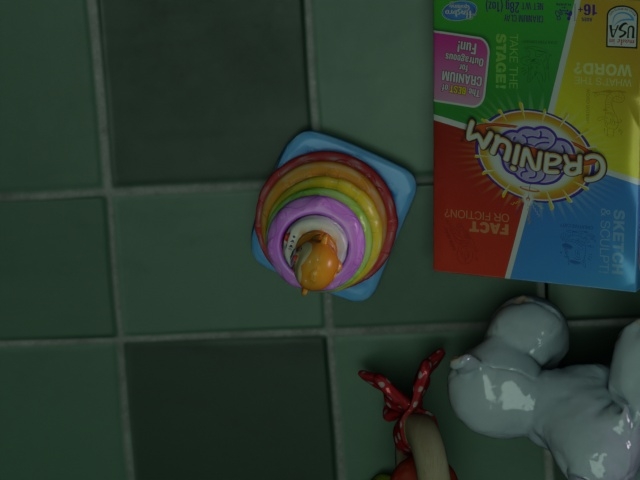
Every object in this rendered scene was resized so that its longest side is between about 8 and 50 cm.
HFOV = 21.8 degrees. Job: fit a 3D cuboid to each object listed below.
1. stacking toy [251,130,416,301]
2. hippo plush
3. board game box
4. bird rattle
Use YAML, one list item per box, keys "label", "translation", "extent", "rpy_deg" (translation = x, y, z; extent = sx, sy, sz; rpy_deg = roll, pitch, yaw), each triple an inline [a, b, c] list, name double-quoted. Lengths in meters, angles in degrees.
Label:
- label: "stacking toy"
  translation: [0.000, 0.000, 1.791]
  extent: [0.165, 0.302, 0.175]
  rpy_deg: [22, 104, -1]
- label: "hippo plush"
  translation: [0.266, 0.195, 1.878]
  extent: [0.236, 0.234, 0.294]
  rpy_deg: [21, 65, 26]
- label: "board game box"
  translation: [0.245, -0.113, 1.824]
  extent: [0.242, 0.064, 0.316]
  rpy_deg: [5, 105, 26]
- label: "bird rattle"
  translation: [0.120, 0.262, 1.902]
  extent: [0.143, 0.207, 0.253]
  rpy_deg: [3, 113, -15]
